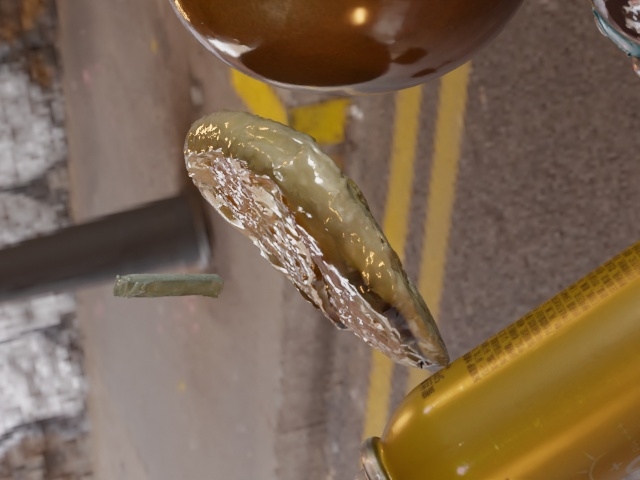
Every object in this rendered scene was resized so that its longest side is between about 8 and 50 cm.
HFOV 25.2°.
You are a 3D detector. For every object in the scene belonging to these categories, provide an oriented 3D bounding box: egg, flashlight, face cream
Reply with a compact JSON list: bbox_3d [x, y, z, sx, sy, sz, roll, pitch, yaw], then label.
[{"bbox_3d":[0.026,-0.271,1.285,0.282,0.351,0.283,-4,-90,-77],"label":"egg"},{"bbox_3d":[0.319,-0.216,1.465,0.129,0.051,0.051,46,170,-20],"label":"flashlight"},{"bbox_3d":[0.155,0.072,0.779,0.105,0.348,0.105,54,-171,-12],"label":"face cream"}]

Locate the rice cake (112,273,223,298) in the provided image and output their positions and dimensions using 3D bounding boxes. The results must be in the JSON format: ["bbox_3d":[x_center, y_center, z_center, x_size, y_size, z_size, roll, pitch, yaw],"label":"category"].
[{"bbox_3d":[-0.151,0.045,1.428,0.021,0.121,0.022,43,123,46],"label":"rice cake"}]

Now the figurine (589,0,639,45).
[{"bbox_3d":[0.324,-0.291,1.017,0.218,0.365,0.206,41,174,32],"label":"figurine"}]

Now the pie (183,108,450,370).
[{"bbox_3d":[0.000,0.001,1.327,0.339,0.077,0.339,44,171,9],"label":"pie"}]
